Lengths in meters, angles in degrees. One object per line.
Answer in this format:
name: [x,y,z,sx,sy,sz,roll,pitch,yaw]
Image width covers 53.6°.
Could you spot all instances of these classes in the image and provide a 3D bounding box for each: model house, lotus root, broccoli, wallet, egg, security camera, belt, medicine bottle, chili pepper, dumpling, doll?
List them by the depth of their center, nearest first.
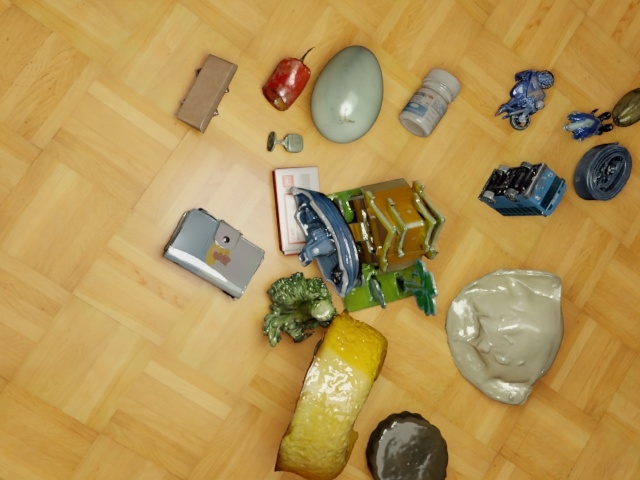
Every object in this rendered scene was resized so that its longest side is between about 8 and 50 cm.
broccoli: [-0.063,0.177,1.559,0.198,0.275,0.177,-26,93,2]
model house: [0.178,0.029,1.603,0.242,0.313,0.357,-11,95,-13]
wallet: [-0.268,0.031,1.604,0.231,0.069,0.170,33,65,-16]
egg: [0.072,-0.377,1.632,0.183,0.183,0.264,20,80,-15]
chili pepper: [-0.070,-0.433,1.646,0.192,0.084,0.086,-54,135,-6]
security camera: [-0.089,-0.255,1.664,0.092,0.058,0.058,6,89,-27]
medicine bottle: [0.299,-0.375,1.734,0.105,0.105,0.168,37,81,-13]
dumpling: [0.510,0.257,1.779,0.315,0.233,0.395,12,103,16]
doll: [0.791,-0.344,1.888,0.195,0.070,0.096,-12,87,-27]
belt: [0.850,-0.207,1.897,0.141,0.082,0.190,42,82,-17]
lotus root: [0.953,-0.407,1.924,0.179,0.080,0.089,-32,105,-10]

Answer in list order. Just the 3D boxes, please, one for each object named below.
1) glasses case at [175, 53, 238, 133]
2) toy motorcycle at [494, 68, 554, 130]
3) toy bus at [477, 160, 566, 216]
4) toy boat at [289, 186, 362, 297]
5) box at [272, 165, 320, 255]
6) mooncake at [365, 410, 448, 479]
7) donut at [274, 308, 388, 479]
glasses case: [-0.291,-0.370,1.602,0.102,0.070,0.193,25,86,14]
toy motorcycle: [0.593,-0.420,1.834,0.114,0.076,0.205,32,84,-4]
toy bus: [0.557,-0.135,1.741,0.133,0.234,0.116,34,82,-15]
toy boat: [0.000,0.000,1.582,0.142,0.129,0.309,-18,79,-34]
box: [-0.056,-0.078,1.668,0.123,0.050,0.229,-5,92,-15]
mooncake: [0.230,0.581,1.720,0.228,0.124,0.228,1,86,-13]
donut: [0.035,0.396,1.536,0.163,0.377,0.435,22,92,10]
